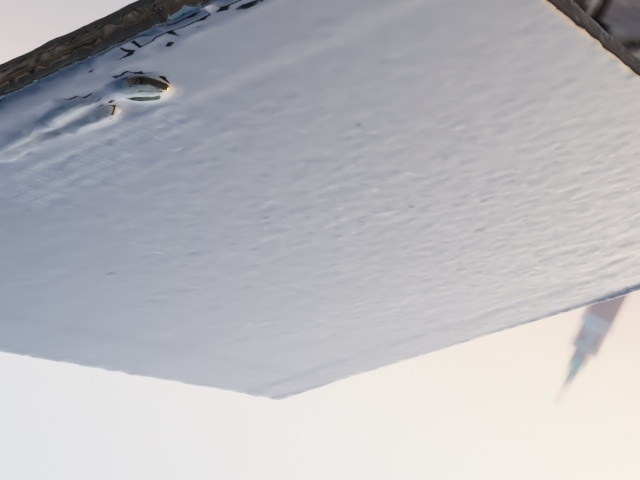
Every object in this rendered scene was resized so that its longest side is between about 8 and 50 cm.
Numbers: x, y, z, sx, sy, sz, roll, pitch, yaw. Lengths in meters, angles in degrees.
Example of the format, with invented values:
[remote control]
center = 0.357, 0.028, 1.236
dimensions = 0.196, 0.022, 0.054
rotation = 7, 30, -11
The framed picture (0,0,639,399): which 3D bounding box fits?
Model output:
[framed picture]
center = 0.000, 0.000, 0.480
dimensions = 0.255, 0.014, 0.338
rotation = -20, 160, 27
